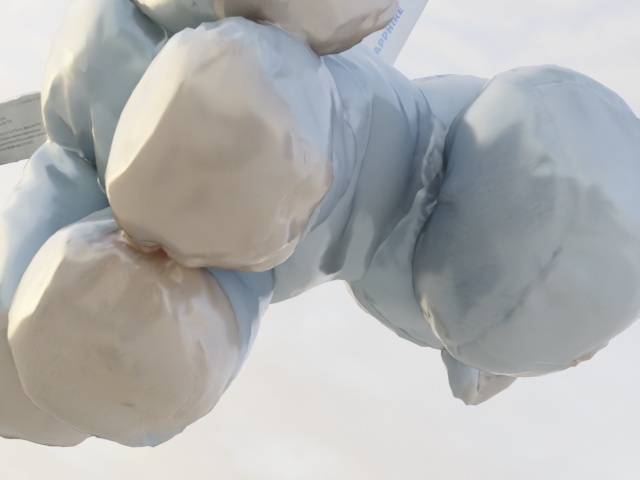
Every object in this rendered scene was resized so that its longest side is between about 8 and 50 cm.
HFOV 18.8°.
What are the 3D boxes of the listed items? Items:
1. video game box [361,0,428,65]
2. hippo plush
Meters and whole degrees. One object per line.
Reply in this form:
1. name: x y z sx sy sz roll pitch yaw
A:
1. video game box: -0.059 -0.047 0.969 0.048 0.187 0.205 45 -31 -24
2. hippo plush: 0.000 0.000 0.761 0.237 0.234 0.294 25 -10 -23
